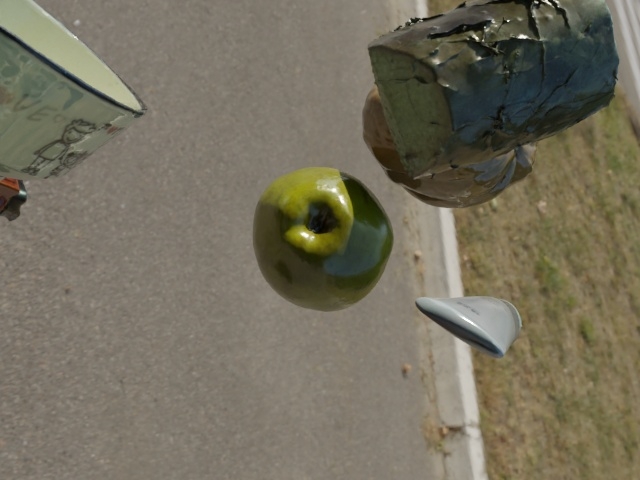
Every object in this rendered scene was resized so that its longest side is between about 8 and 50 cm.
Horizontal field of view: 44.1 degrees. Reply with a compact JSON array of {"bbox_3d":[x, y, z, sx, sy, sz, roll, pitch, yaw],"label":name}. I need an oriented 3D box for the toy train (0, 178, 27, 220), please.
[{"bbox_3d":[-0.527,-0.129,1.099,0.369,0.163,0.232,45,28,-79],"label":"toy train"}]

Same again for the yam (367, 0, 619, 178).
[{"bbox_3d":[0.196,-0.200,0.924,0.201,0.271,0.202,-121,-171,-86],"label":"yam"}]

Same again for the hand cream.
[{"bbox_3d":[0.149,0.076,0.726,0.048,0.079,0.255,-65,160,5],"label":"hand cream"}]

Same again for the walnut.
[{"bbox_3d":[0.215,-0.193,1.334,0.296,0.285,0.285,-11,83,-52],"label":"walnut"}]

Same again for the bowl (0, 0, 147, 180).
[{"bbox_3d":[-0.267,-0.132,0.617,0.237,0.126,0.238,41,7,-6],"label":"bowl"}]

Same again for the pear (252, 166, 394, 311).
[{"bbox_3d":[0.000,0.000,1.389,0.307,0.252,0.253,111,-34,-77],"label":"pear"}]
